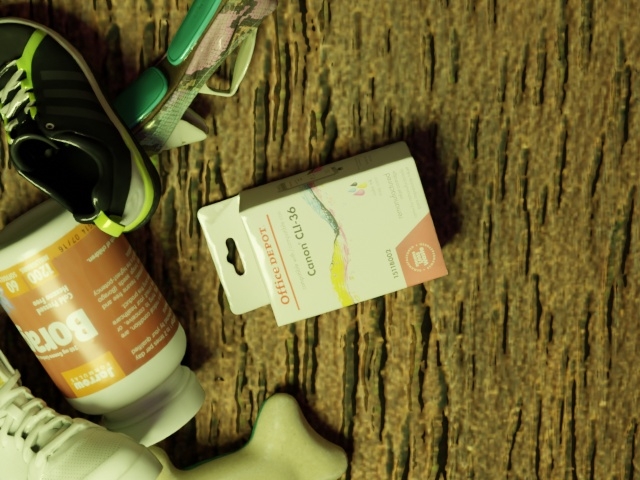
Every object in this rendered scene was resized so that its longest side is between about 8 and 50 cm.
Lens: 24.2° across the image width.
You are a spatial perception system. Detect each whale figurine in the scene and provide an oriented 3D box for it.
[{"bbox_3d":[-0.102,0.264,1.375,0.216,0.141,0.272,46,75,-15],"label":"whale figurine"}]

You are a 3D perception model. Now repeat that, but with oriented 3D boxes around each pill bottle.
[{"bbox_3d":[-0.193,0.072,1.297,0.121,0.121,0.216,-29,106,6],"label":"pill bottle"}]

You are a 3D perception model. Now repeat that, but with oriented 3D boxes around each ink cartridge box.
[{"bbox_3d":[0.000,0.000,1.315,0.198,0.067,0.115,-18,108,3],"label":"ink cartridge box"}]

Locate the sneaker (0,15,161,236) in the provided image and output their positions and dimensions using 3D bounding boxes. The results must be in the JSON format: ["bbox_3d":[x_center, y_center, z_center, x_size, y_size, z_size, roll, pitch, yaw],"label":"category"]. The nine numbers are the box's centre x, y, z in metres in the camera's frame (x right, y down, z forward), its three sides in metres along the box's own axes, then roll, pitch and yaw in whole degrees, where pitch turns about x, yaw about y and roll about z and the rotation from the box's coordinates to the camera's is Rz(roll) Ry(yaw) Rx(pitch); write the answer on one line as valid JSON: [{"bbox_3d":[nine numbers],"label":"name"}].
[{"bbox_3d":[-0.220,-0.098,1.213,0.234,0.097,0.084,46,114,17],"label":"sneaker"}]

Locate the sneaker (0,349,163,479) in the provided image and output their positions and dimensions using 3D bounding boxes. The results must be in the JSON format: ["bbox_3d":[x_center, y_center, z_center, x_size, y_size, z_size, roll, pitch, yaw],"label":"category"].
[{"bbox_3d":[-0.259,0.162,1.258,0.108,0.292,0.169,-41,106,-34],"label":"sneaker"}]

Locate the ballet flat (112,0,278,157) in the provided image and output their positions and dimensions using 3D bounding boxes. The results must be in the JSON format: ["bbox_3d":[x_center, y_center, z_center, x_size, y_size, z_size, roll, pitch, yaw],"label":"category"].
[{"bbox_3d":[-0.112,-0.135,1.271,0.079,0.077,0.221,31,103,-32],"label":"ballet flat"}]
